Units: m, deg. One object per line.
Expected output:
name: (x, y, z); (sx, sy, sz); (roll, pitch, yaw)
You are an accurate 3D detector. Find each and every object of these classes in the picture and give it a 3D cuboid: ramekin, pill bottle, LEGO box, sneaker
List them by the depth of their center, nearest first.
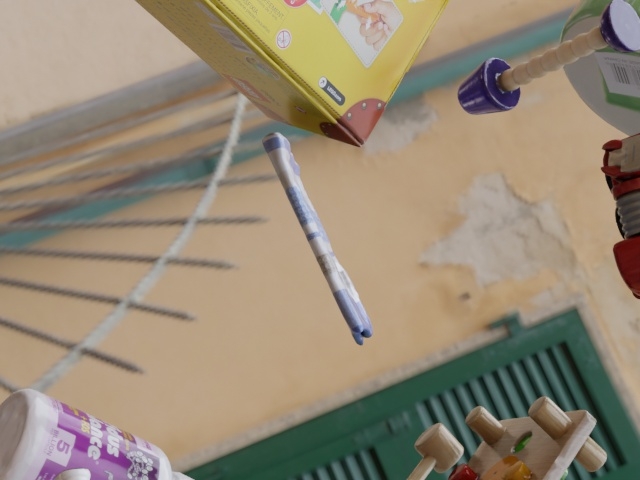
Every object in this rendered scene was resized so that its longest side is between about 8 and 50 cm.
sneaker: (-0.243, 0.256, 1.163); (0.109, 0.040, 0.043); (-55, -136, 42)
LEGO box: (-0.052, -0.399, 1.407); (0.193, 0.372, 0.500); (22, -12, 44)
pill bottle: (-0.312, 0.334, 1.707); (0.301, 0.169, 0.169); (31, 11, -29)
ramekin: (0.497, -0.276, 1.814); (0.303, 0.148, 0.303); (34, -21, 15)

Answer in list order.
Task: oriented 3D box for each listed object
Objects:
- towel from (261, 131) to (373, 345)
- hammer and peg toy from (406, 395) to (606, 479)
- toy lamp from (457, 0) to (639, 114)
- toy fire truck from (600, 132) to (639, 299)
towel: (0.000, 0.000, 1.644); (0.209, 0.034, 0.285); (62, 3, -80)
hammer and peg toy: (0.226, 0.362, 1.780); (0.127, 0.266, 0.361); (43, -24, -8)
toy lamp: (0.294, -0.235, 1.648); (0.275, 0.080, 0.080); (-24, -93, 45)
toy fire truck: (0.424, -0.046, 1.591); (0.246, 0.158, 0.217); (10, 65, -53)
